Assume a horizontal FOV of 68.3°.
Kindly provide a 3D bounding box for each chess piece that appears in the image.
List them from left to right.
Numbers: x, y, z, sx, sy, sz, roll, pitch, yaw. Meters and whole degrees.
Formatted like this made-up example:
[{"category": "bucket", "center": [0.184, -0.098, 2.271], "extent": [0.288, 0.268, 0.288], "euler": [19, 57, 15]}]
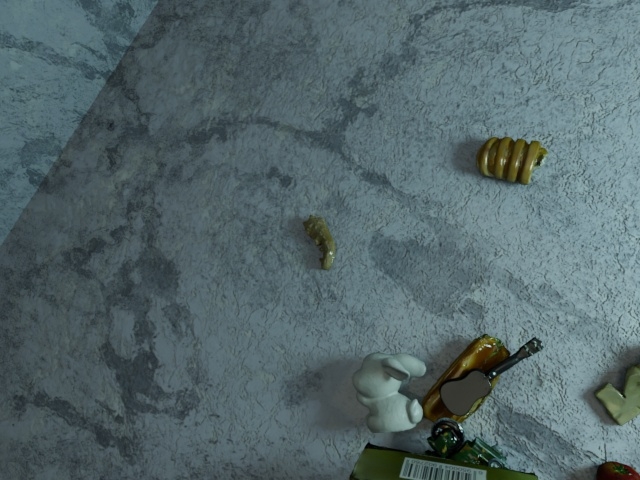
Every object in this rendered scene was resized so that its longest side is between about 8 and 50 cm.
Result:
[{"category": "chess piece", "center": [0.708, 0.317, 1.035], "extent": [0.200, 0.090, 0.090], "euler": [-48, 65, 16]}]

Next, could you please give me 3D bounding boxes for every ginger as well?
[{"category": "ginger", "center": [0.003, 0.000, 1.397], "extent": [0.070, 0.051, 0.173], "euler": [-28, 66, 16]}]

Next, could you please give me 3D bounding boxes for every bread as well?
[{"category": "bread", "center": [0.502, -0.215, 1.247], "extent": [0.177, 0.084, 0.119], "euler": [16, 82, 28]}]

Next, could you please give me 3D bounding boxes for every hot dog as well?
[{"category": "hot dog", "center": [0.359, 0.350, 1.156], "extent": [0.269, 0.072, 0.115], "euler": [-47, 65, 2]}]

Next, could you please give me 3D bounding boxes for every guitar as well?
[{"category": "guitar", "center": [0.402, 0.310, 1.098], "extent": [0.271, 0.038, 0.083], "euler": [-35, 75, 5]}]

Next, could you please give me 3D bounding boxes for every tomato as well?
[{"category": "tomato", "center": [0.634, 0.517, 1.004], "extent": [0.087, 0.087, 0.075], "euler": [5, 104, 22]}]

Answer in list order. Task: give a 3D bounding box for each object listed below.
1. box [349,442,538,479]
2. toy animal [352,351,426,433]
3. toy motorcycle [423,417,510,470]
[{"category": "box", "center": [0.259, 0.678, 0.997], "extent": [0.374, 0.138, 0.419], "euler": [2, 98, 22]}, {"category": "toy animal", "center": [0.175, 0.379, 1.174], "extent": [0.179, 0.128, 0.192], "euler": [-11, 79, 45]}, {"category": "toy motorcycle", "center": [0.348, 0.551, 1.079], "extent": [0.275, 0.125, 0.187], "euler": [33, 101, 20]}]
